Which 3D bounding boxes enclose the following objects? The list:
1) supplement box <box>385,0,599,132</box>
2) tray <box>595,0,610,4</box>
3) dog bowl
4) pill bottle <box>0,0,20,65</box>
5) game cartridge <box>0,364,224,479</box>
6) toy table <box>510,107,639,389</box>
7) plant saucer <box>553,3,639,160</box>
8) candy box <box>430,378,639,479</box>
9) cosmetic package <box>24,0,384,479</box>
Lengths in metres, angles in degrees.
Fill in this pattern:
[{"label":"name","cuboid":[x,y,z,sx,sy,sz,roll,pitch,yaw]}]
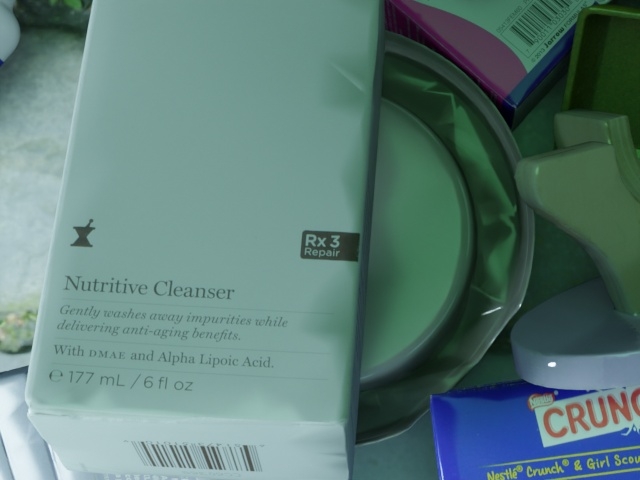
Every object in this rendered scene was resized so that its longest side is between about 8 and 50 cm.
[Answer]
[{"label":"supplement box","cuboid":[0.114,-0.208,1.289,0.220,0.114,0.111,43,87,8]},{"label":"tray","cuboid":[0.310,-0.298,1.306,0.270,0.030,0.145,-32,53,0]},{"label":"dog bowl","cuboid":[0.000,0.000,1.275,0.349,0.102,0.348,-1,81,6]},{"label":"pill bottle","cuboid":[-0.352,-0.169,1.306,0.152,0.152,0.272,38,86,9]},{"label":"game cartridge","cuboid":[-0.134,0.256,1.214,0.230,0.068,0.355,-14,94,14]},{"label":"toy table","cuboid":[0.261,-0.007,1.150,0.274,0.252,0.160,-20,109,-35]},{"label":"plant saucer","cuboid":[0.290,-0.113,1.247,0.188,0.188,0.045,9,46,6]},{"label":"candy box","cuboid":[0.236,0.252,1.152,0.268,0.122,0.317,-8,82,7]},{"label":"cosmetic package","cuboid":[-0.067,-0.031,1.107,0.217,0.156,0.385,2,66,3]}]
